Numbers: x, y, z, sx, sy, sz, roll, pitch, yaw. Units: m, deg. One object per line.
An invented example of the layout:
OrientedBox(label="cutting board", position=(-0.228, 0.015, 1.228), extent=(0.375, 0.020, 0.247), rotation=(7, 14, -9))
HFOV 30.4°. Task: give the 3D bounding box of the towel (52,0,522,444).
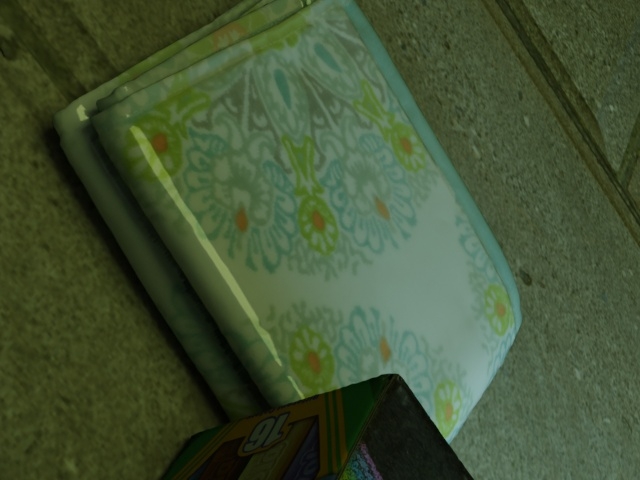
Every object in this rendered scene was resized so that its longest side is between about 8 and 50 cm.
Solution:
OrientedBox(label="towel", position=(0.000, 0.000, 0.888), extent=(0.374, 0.090, 0.320), rotation=(58, 40, -10))

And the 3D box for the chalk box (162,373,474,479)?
OrientedBox(label="chalk box", position=(-0.027, 0.243, 0.641), extent=(0.180, 0.179, 0.289), rotation=(55, 39, -15))
